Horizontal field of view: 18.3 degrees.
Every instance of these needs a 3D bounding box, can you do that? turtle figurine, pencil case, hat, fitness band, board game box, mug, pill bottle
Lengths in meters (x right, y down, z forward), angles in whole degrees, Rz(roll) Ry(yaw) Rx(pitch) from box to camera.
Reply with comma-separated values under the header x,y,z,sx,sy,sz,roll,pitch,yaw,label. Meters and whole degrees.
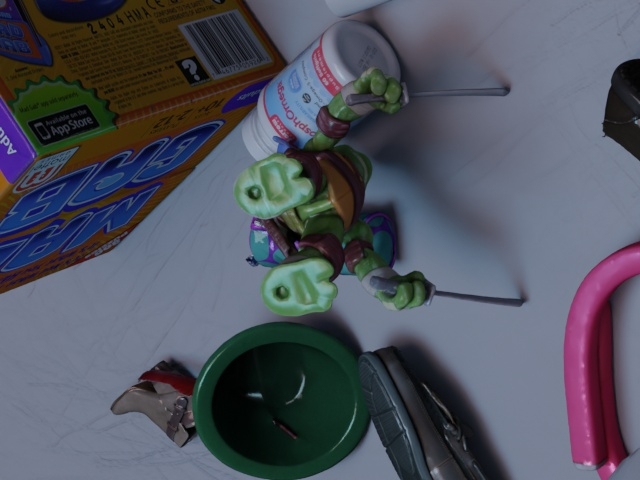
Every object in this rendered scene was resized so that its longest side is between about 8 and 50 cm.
x,y,z,sx,sy,sz,roll,pitch,yaw,label
0.050,-0.040,1.737,0.274,0.266,0.198,23,113,13,turtle figurine
0.000,0.000,1.939,0.151,0.070,0.064,4,71,37,pencil case
-0.061,0.133,2.065,0.208,0.183,0.173,16,106,-13,hat
0.315,0.136,1.745,0.209,0.054,0.291,7,111,37,fitness band
-0.332,-0.173,1.952,0.356,0.356,0.356,-41,79,40,board game box
0.040,-0.248,1.825,0.064,0.062,0.078,-6,108,32,mug
-0.004,-0.133,1.881,0.160,0.087,0.087,-40,80,41,pill bottle

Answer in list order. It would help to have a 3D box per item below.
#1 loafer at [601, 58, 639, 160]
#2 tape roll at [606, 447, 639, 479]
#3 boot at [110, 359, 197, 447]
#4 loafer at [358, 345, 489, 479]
x,y,z,sx,sy,sz,roll,pitch,yaw,label
0.321,-0.058,1.663,0.220,0.080,0.078,49,139,21,loafer
0.356,0.301,1.690,0.286,0.100,0.286,10,120,19,tape roll
-0.173,0.188,2.167,0.087,0.042,0.118,54,131,8,boot
0.123,0.219,1.928,0.267,0.084,0.096,65,163,5,loafer
